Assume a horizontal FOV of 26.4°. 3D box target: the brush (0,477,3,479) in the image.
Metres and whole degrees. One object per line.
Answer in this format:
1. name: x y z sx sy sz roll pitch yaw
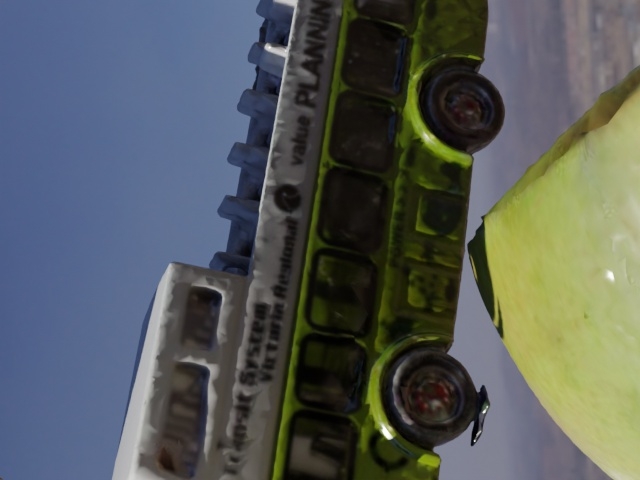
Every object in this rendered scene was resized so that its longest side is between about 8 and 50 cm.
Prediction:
1. brush: -0.139 0.013 0.291 0.067 0.072 0.313 -73 -32 -45

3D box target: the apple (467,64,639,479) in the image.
1. apple: 0.144 0.019 0.394 0.193 0.120 0.265 58 147 9

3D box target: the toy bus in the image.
1. toy bus: 0.000 0.000 0.623 0.113 0.139 0.302 127 154 -64
